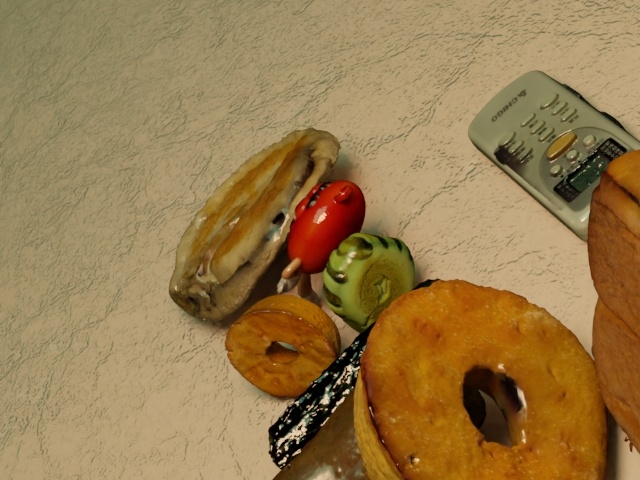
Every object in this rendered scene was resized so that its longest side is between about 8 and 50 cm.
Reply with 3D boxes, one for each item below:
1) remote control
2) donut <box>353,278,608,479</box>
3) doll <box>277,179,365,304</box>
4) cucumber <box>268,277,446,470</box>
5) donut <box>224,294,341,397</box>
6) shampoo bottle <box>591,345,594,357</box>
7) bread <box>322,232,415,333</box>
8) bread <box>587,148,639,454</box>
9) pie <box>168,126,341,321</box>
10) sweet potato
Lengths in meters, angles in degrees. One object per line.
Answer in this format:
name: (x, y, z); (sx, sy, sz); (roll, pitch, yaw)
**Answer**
remote control: (0.301, -0.117, 1.724); (0.140, 0.056, 0.296); (-41, 39, 1)
donut: (0.160, 0.190, 1.421); (0.110, 0.303, 0.302); (120, 162, -49)
doll: (0.000, 0.000, 1.769); (0.085, 0.217, 0.183); (30, 62, 12)
cucumber: (0.050, 0.162, 1.677); (0.303, 0.072, 0.081); (-45, -6, -6)
donut: (-0.043, 0.130, 1.743); (0.152, 0.152, 0.058); (-14, 29, 33)
shampoo bottle: (0.374, 0.098, 1.473); (0.165, 0.040, 0.080); (-34, 39, 12)
bread: (0.058, 0.051, 1.716); (0.071, 0.139, 0.130); (31, 100, 45)
bread: (0.381, 0.100, 1.273); (0.148, 0.328, 0.337); (-16, 31, -11)
pie: (-0.094, -0.025, 1.935); (0.339, 0.077, 0.339); (-45, 20, 21)
sweet potato: (0.031, 0.276, 1.540); (0.369, 0.158, 0.158); (-49, 38, 5)
